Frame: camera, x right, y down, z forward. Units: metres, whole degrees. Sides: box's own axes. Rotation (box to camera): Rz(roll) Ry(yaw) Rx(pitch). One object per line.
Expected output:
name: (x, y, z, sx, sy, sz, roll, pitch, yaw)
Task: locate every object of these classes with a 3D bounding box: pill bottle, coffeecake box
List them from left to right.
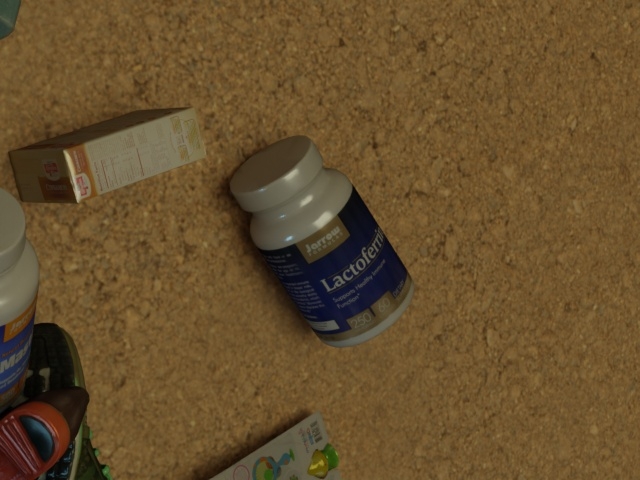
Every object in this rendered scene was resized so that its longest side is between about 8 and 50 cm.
pill bottle: (-0.384, 0.065, 1.731, 0.152, 0.152, 0.272, -27, 152, -33)
coffeecake box: (-0.255, -0.103, 1.912, 0.185, 0.142, 0.068, -22, 105, -34)
pill bottle: (0.000, 0.000, 2.109, 0.153, 0.153, 0.265, -47, 118, -26)

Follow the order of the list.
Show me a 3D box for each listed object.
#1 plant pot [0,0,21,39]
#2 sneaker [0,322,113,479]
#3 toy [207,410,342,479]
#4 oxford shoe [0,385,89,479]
plant pot: (-0.450, -0.351, 1.698, 0.247, 0.248, 0.252, 37, 53, -33)
sneaker: (-0.311, 0.300, 1.926, 0.182, 0.158, 0.410, -10, 97, -69)
toy: (-0.072, 0.337, 2.131, 0.237, 0.056, 0.137, -26, 104, -39)
oxford shoe: (-0.357, 0.247, 1.803, 0.097, 0.271, 0.098, 55, 33, -6)
